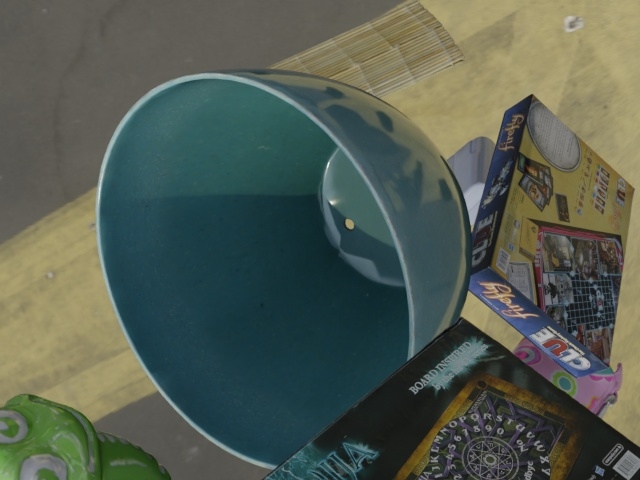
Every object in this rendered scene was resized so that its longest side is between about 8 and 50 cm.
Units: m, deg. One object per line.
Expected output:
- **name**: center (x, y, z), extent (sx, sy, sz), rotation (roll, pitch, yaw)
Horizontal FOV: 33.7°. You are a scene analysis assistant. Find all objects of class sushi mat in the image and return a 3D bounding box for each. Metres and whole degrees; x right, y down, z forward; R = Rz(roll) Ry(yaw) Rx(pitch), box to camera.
- **sushi mat**: center (0.053, -0.267, 1.647), extent (0.317, 0.019, 0.151), rotation (-25, 56, -8)

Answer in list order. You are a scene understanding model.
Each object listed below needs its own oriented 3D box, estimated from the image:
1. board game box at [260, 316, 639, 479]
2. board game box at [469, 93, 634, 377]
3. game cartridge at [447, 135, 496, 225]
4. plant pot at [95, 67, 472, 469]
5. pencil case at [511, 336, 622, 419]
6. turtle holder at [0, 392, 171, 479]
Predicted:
- **board game box**: center (0.057, 0.120, 0.485), extent (0.126, 0.186, 0.026), rotation (38, 138, 24)
- **board game box**: center (0.230, -0.009, 1.038), extent (0.165, 0.243, 0.042), rotation (39, 138, -19)
- **game cartridge**: center (0.162, -0.028, 1.671), extent (0.060, 0.196, 0.294), rotation (39, 118, -18)
- **plant pot**: center (0.000, 0.000, 0.802), extent (0.290, 0.195, 0.290), rotation (16, 117, 34)
- **pencil case**: center (0.197, 0.199, 1.043), extent (0.124, 0.284, 0.124), rotation (23, 133, 26)
- **turtle holder**: center (-0.138, 0.270, 0.545), extent (0.243, 0.227, 0.320), rotation (39, 106, 35)
